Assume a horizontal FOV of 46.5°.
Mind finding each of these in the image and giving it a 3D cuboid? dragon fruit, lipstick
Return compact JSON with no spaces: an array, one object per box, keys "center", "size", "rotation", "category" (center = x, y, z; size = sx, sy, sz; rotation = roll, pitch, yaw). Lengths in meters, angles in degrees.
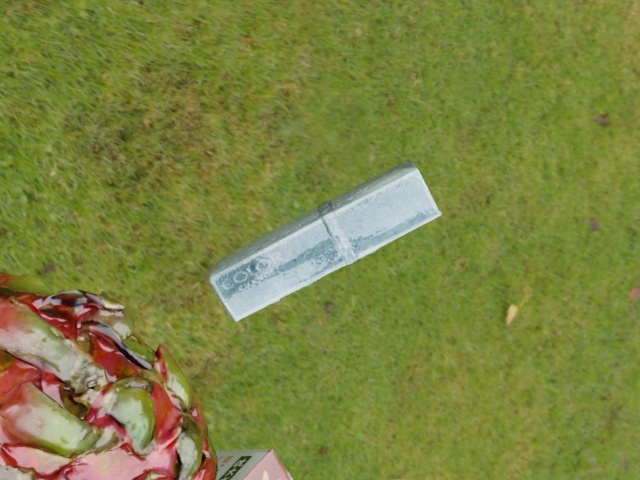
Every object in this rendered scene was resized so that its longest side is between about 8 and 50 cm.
[{"center":[-0.225,0.157,0.623],"size":[0.231,0.237,0.303],"rotation":[-34,85,-12],"category":"dragon fruit"},{"center":[0.000,0.000,0.917],"size":[0.289,0.076,0.078],"rotation":[-28,107,4],"category":"lipstick"}]

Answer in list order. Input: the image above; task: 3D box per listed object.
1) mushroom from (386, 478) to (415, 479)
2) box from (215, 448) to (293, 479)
[{"center":[0.098,0.476,1.103],"size":[0.108,0.096,0.247],"rotation":[49,48,-26],"category":"mushroom"},{"center":[-0.266,0.488,1.124],"size":[0.385,0.344,0.122],"rotation":[-40,105,-43],"category":"box"}]
